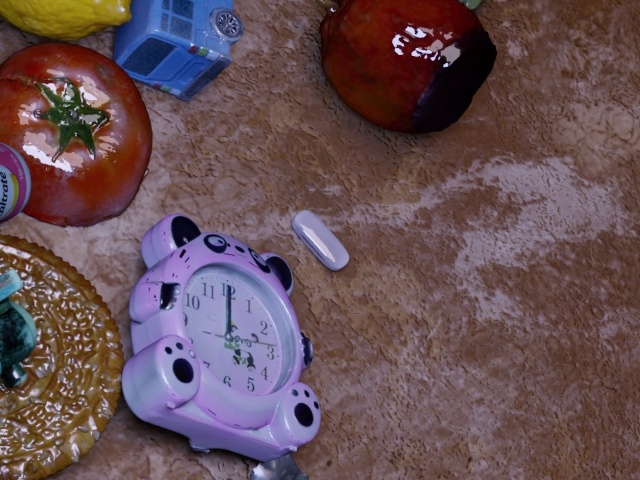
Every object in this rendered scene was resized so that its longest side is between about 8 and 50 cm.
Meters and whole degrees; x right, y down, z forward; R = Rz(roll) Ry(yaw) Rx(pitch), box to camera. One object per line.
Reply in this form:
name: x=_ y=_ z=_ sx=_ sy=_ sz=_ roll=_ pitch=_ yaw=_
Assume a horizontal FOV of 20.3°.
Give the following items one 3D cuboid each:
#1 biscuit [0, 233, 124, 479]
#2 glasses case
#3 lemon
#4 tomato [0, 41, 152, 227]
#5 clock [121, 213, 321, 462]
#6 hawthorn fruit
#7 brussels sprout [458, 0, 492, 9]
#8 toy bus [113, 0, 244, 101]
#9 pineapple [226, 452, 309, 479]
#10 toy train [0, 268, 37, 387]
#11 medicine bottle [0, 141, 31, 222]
biscuit: x=-0.347 y=0.116 z=1.836 sx=0.305 sy=0.038 sz=0.305 roll=9 pitch=55 yaw=-14
glasses case: x=0.000 y=0.000 z=2.116 sx=0.083 sy=0.021 sz=0.032 roll=47 pitch=51 yaw=1
lemon: x=-0.305 y=-0.325 z=2.022 sx=0.257 sy=0.188 sz=0.188 roll=38 pitch=51 yaw=22
tomato: x=-0.282 y=-0.126 z=2.000 sx=0.225 sy=0.085 sz=0.225 roll=12 pitch=63 yaw=-24
clock: x=-0.109 y=0.104 z=1.939 sx=0.227 sy=0.090 sz=0.248 roll=24 pitch=48 yaw=-34
hawthorn fruit: x=0.084 y=-0.237 z=2.193 sx=0.251 sy=0.189 sz=0.189 roll=25 pitch=55 yaw=2
brussels sprout: x=0.173 y=-0.383 z=2.362 sx=0.139 sy=0.100 sz=0.181 roll=7 pitch=75 yaw=-3
toy bus: x=-0.169 y=-0.300 z=2.118 sx=0.134 sy=0.116 sz=0.234 roll=18 pitch=57 yaw=-27
pineapple: x=-0.001 y=0.320 z=1.905 sx=0.237 sy=0.111 sz=0.119 roll=30 pitch=33 yaw=-5
toy train: x=-0.404 y=0.111 z=1.716 sx=0.298 sy=0.120 sz=0.194 roll=-35 pitch=96 yaw=-43
medicine bottle: x=-0.393 y=-0.047 z=1.844 sx=0.090 sy=0.090 sz=0.217 roll=55 pitch=27 yaw=7
